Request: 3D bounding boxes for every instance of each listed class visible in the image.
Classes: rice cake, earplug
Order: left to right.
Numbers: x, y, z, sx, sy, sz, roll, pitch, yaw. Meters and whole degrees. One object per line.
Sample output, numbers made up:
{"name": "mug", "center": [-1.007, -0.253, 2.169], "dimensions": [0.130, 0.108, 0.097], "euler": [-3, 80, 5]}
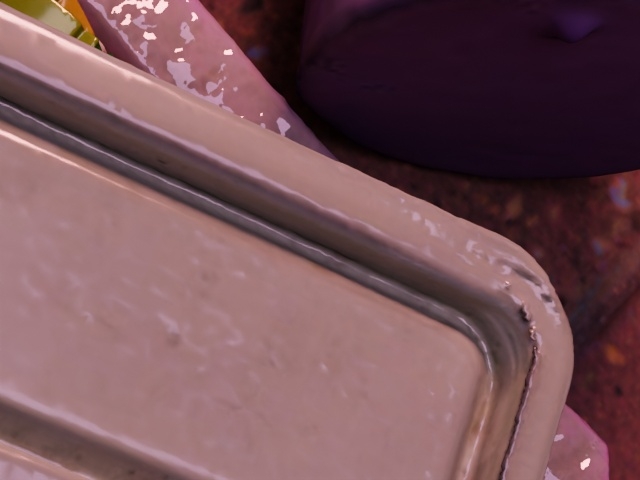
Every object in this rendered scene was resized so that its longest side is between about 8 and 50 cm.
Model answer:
{"name": "rice cake", "center": [0.000, 0.000, 0.896], "dimensions": [0.365, 0.073, 0.056], "euler": [48, 65, -5]}
{"name": "earplug", "center": [0.102, -0.270, 0.946], "dimensions": [0.215, 0.215, 0.456], "euler": [10, 69, -23]}

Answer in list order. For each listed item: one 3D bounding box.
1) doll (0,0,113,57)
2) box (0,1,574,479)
{"name": "doll", "center": [-0.161, -0.102, 0.805], "dimensions": [0.186, 0.134, 0.106], "euler": [41, 69, -11]}
{"name": "box", "center": [-0.084, 0.052, 0.776], "dimensions": [0.312, 0.182, 0.175], "euler": [25, 68, -17]}
